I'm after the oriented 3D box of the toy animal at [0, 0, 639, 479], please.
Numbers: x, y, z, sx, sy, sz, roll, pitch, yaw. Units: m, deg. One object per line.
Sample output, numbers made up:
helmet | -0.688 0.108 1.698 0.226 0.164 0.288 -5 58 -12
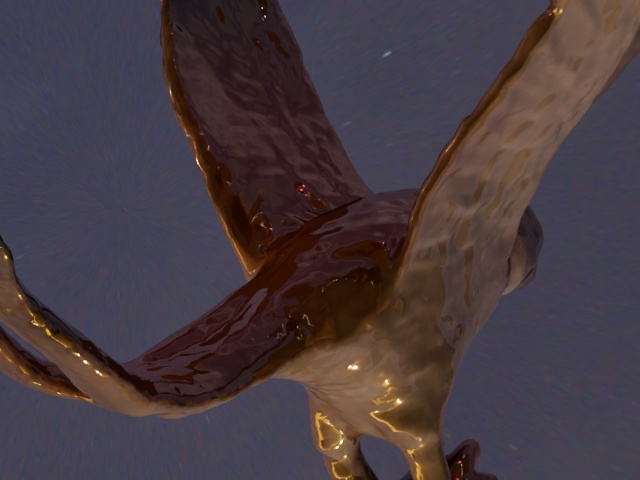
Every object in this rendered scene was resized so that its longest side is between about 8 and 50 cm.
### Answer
toy animal | 0.007 0.017 0.573 0.284 0.225 0.302 -51 -42 -38
